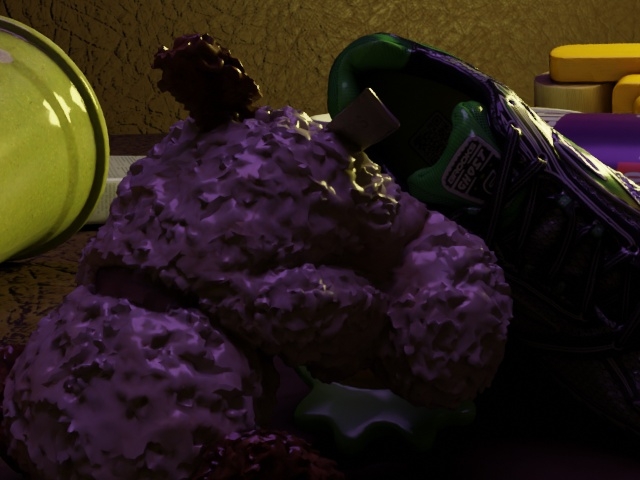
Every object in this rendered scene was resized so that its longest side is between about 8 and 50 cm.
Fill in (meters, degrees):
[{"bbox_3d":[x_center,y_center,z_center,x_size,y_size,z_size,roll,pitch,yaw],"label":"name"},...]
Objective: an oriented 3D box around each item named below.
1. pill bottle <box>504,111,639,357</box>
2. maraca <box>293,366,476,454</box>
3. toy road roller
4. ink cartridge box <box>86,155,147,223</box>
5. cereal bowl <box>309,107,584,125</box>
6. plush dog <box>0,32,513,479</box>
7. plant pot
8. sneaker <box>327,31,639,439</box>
[{"bbox_3d":[0.147,-0.005,0.858,0.323,0.181,0.181,4,12,29],"label":"pill bottle"},{"bbox_3d":[0.040,0.068,0.729,0.127,0.099,0.185,-5,32,6],"label":"maraca"},{"bbox_3d":[0.433,-0.138,1.534,0.330,0.202,0.240,4,23,23],"label":"toy road roller"},{"bbox_3d":[-0.264,-0.075,1.617,0.330,0.071,0.324,-1,9,-13],"label":"ink cartridge box"},{"bbox_3d":[0.152,-0.084,1.406,0.339,0.141,0.339,-1,11,0],"label":"cereal bowl"},{"bbox_3d":[-0.064,0.043,0.596,0.262,0.210,0.225,10,60,34],"label":"plush dog"},{"bbox_3d":[-0.374,-0.060,1.113,0.276,0.276,0.254,0,21,9],"label":"plant pot"},{"bbox_3d":[0.124,0.000,0.681,0.343,0.134,0.146,40,11,29],"label":"sneaker"}]
